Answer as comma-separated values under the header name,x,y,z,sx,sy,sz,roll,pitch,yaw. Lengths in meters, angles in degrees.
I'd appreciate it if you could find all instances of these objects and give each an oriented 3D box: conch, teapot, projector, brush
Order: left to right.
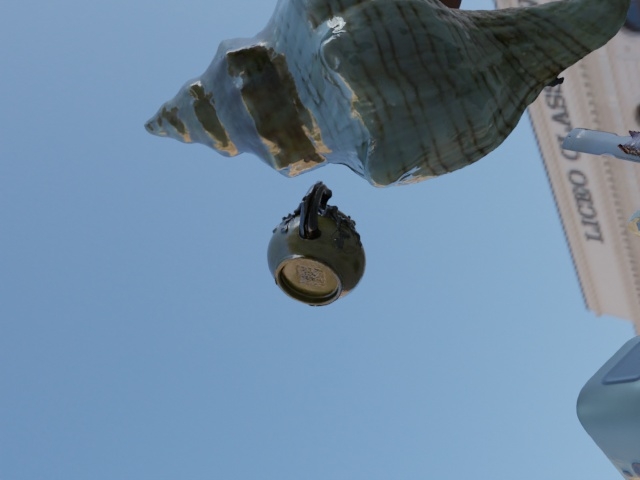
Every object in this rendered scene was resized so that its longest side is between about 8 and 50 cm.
name,x,y,z,sx,sy,sz,roll,pitch,yaw
teapot,0.000,0.000,1.513,0.269,0.173,0.182,84,-162,-44
conch,0.042,-0.132,0.678,0.170,0.386,0.203,27,-128,-63
brush,0.600,-0.196,1.751,0.050,0.321,0.060,39,-96,-27
projector,0.648,0.301,1.539,0.248,0.249,0.248,-38,-90,-20

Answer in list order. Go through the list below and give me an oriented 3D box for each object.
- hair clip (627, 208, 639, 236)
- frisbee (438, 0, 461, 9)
name,x,y,z,sx,sy,sz,roll,pitch,yaw
hair clip,0.688,-0.029,1.720,0.159,0.218,0.071,35,-99,-21
frisbee,0.146,-0.466,1.513,0.251,0.021,0.250,2,-96,-25
